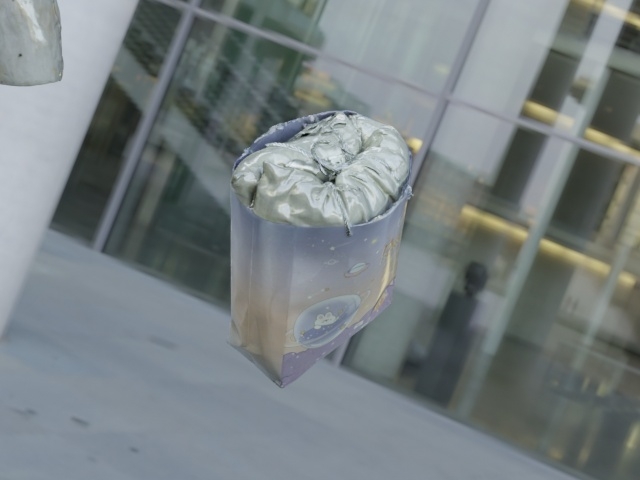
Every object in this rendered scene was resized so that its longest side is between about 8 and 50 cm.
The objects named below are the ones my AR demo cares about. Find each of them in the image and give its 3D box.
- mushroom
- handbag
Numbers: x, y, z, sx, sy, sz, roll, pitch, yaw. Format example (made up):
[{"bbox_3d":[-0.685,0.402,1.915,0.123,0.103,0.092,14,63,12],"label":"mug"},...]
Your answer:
[{"bbox_3d":[-0.272,-0.254,1.107,0.081,0.223,0.092,8,17,23],"label":"mushroom"},{"bbox_3d":[0.000,0.000,0.741,0.095,0.117,0.173,34,-35,26],"label":"handbag"}]
